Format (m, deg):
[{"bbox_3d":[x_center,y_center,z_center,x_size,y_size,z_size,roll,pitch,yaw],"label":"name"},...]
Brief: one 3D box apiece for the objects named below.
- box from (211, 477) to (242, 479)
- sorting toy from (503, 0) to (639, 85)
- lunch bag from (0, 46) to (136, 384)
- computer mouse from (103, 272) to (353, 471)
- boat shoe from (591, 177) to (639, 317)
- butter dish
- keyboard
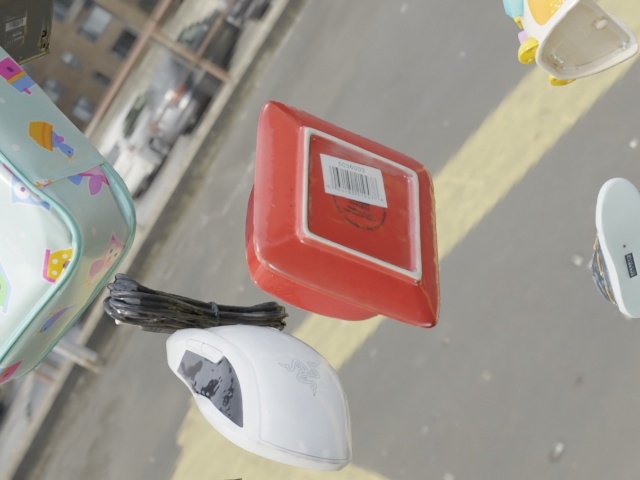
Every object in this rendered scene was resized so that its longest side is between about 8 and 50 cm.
[{"bbox_3d":[-0.131,0.403,1.384,0.322,0.079,0.257,-4,-93,-81],"label":"box"},{"bbox_3d":[0.107,-0.120,0.641,0.045,0.083,0.075,-35,64,20],"label":"sorting toy"},{"bbox_3d":[-0.287,-0.032,0.970,0.224,0.279,0.108,-50,-10,28],"label":"lunch bag"},{"bbox_3d":[-0.033,0.055,0.631,0.193,0.106,0.042,32,102,62],"label":"computer mouse"},{"bbox_3d":[0.369,0.005,1.673,0.065,0.183,0.083,-16,16,-12],"label":"boat shoe"},{"bbox_3d":[0.000,0.000,1.004,0.118,0.160,0.160,-43,35,44],"label":"butter dish"},{"bbox_3d":[-0.285,-0.180,1.196,0.180,0.023,0.108,-54,-25,-69],"label":"keyboard"}]
